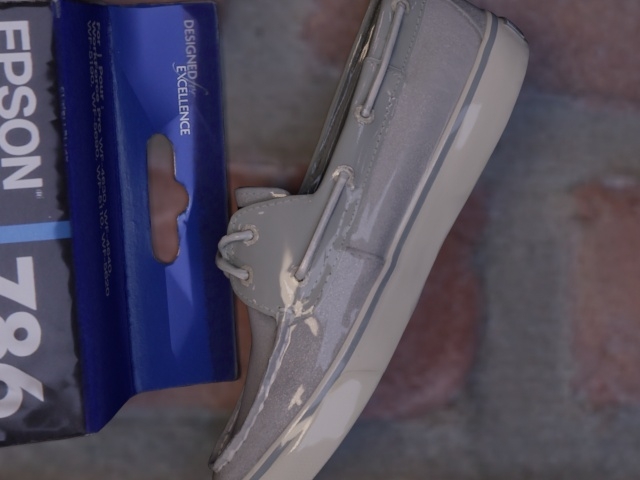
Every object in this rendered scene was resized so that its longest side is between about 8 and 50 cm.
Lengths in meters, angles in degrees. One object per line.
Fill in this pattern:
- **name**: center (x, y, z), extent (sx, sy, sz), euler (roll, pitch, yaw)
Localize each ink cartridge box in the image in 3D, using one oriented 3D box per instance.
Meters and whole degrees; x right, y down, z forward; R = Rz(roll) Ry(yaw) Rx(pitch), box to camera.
- **ink cartridge box**: center (-0.187, -0.002, 0.482), extent (0.332, 0.065, 0.165), euler (-7, 98, -17)

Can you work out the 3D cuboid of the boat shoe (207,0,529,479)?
- **boat shoe**: center (0.000, -0.001, 0.536), extent (0.081, 0.079, 0.228), euler (28, 84, -9)
